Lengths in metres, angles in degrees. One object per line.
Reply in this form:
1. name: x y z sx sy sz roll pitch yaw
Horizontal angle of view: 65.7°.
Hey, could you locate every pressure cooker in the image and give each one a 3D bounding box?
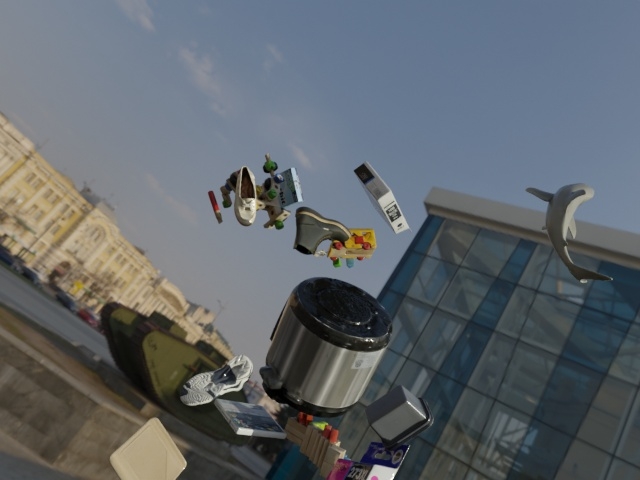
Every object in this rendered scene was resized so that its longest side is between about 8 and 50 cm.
1. pressure cooker: 0.006 0.382 1.674 0.369 0.420 0.375 21 23 -1

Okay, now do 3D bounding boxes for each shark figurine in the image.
1. shark figurine: 0.540 -0.047 1.065 0.166 0.278 0.116 22 -31 -7

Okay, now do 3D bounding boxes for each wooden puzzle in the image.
1. wooden puzzle: -0.588 0.760 1.695 0.221 0.044 0.238 57 22 -1

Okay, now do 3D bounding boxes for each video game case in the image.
1. video game case: -0.223 0.566 1.570 0.190 0.022 0.173 25 0 -38

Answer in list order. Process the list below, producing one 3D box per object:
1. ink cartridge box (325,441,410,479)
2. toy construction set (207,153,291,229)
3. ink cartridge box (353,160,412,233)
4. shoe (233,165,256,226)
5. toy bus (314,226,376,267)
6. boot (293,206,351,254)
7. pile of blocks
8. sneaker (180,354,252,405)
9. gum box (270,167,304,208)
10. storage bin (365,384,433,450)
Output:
1. ink cartridge box: 0.045 0.585 1.072 0.069 0.371 0.176 44 -30 -5
2. toy construction set: -0.262 -0.138 1.926 0.257 0.308 0.237 40 29 -74
3. ink cartridge box: 0.230 -0.134 1.792 0.165 0.065 0.333 56 5 34
4. shoe: -0.260 -0.155 1.705 0.076 0.219 0.058 -1 -22 -11
5. toy bus: 0.095 0.006 1.756 0.191 0.104 0.202 -22 -32 28
6. boot: 0.000 0.000 1.486 0.198 0.137 0.077 23 -33 -26
7. pile of blocks: 0.019 0.620 1.534 0.149 0.113 0.362 21 -5 -29
8. sneaker: -0.315 0.454 1.568 0.094 0.235 0.153 50 -14 25
9. gum box: -0.166 -0.229 2.268 0.184 0.041 0.157 -17 -96 42
10. storage bin: 0.171 0.394 1.135 0.091 0.135 0.098 49 12 -24
